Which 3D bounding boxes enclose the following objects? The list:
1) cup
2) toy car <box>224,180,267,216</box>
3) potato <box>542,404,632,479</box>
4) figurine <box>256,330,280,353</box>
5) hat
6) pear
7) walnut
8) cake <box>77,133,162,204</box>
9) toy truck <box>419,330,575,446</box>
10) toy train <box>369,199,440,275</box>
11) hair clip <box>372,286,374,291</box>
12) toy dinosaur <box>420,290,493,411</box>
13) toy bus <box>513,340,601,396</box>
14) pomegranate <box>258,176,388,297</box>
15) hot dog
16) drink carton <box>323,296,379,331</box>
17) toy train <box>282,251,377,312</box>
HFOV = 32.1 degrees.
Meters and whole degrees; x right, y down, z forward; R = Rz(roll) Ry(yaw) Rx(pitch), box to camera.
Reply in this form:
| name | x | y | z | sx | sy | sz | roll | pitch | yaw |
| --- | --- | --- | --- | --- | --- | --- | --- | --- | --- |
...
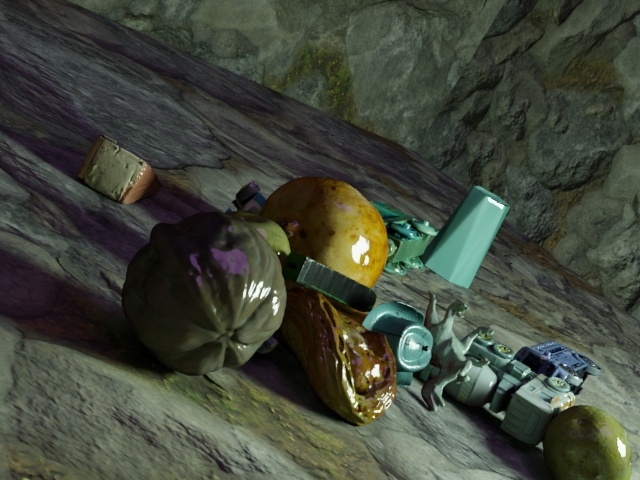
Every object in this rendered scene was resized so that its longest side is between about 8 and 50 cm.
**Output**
| name | x | y | z | sx | sy | sz | roll | pitch | yaw |
| --- | --- | --- | --- | --- | --- | --- | --- | --- | --- |
| cup | 0.367 | -0.015 | 2.785 | 0.134 | 0.235 | 0.148 | 26 | 16 | -14 |
| toy car | -0.139 | -0.035 | 2.127 | 0.126 | 0.098 | 0.161 | 55 | -19 | -7 |
| potato | 0.445 | 0.340 | 1.830 | 0.157 | 0.157 | 0.194 | 34 | 20 | 15 |
| figurine | -0.107 | 0.129 | 1.585 | 0.077 | 0.079 | 0.136 | -9 | 0 | 26 |
| hat | 0.138 | 0.172 | 1.817 | 0.078 | 0.138 | 0.191 | 5 | -8 | 36 |
| pear | -0.126 | 0.029 | 1.752 | 0.167 | 0.136 | 0.167 | -10 | 15 | 3 |
| walnut | -0.152 | 0.063 | 1.438 | 0.224 | 0.224 | 0.224 | 29 | 13 | -8 |
| cake | -0.360 | -0.114 | 2.005 | 0.109 | 0.090 | 0.225 | 29 | -5 | 1 |
| toy truck | 0.297 | 0.255 | 1.929 | 0.257 | 0.108 | 0.140 | 32 | 27 | 28 |
| toy train | 0.152 | -0.012 | 2.582 | 0.194 | 0.120 | 0.298 | 27 | 12 | 17 |
| hair clip | 0.098 | 0.103 | 2.185 | 0.039 | 0.070 | 0.229 | 31 | 20 | -15 |
| toy dinosaur | 0.204 | 0.172 | 1.904 | 0.242 | 0.167 | 0.053 | 53 | -4 | 48 |
| toy bus | 0.433 | 0.267 | 2.126 | 0.133 | 0.125 | 0.292 | 34 | 13 | 21 |
| pomegranate | 0.000 | 0.000 | 1.975 | 0.248 | 0.248 | 0.248 | 29 | 13 | -8 |
| hot dog | 0.022 | 0.158 | 1.649 | 0.175 | 0.114 | 0.259 | 36 | 7 | -40 |
| drink carton | 0.069 | 0.154 | 1.879 | 0.096 | 0.071 | 0.223 | 39 | 15 | 32 |
| toy train | 0.016 | 0.069 | 1.774 | 0.042 | 0.044 | 0.209 | 21 | -5 | 40 |
